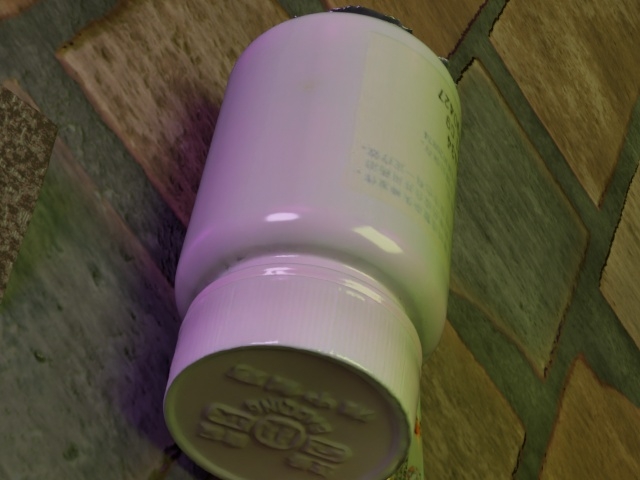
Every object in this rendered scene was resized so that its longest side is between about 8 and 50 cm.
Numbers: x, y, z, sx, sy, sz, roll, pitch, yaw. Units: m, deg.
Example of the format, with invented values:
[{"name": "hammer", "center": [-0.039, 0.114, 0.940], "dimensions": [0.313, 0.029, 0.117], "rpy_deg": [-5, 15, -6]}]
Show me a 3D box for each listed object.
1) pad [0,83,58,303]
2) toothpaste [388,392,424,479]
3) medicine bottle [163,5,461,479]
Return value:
[{"name": "pad", "center": [-0.282, -0.075, 0.935], "dimensions": [0.235, 0.003, 0.158], "rpy_deg": [37, 52, -36]}, {"name": "toothpaste", "center": [0.068, 0.136, 1.288], "dimensions": [0.056, 0.058, 0.314], "rpy_deg": [97, -6, -59]}, {"name": "medicine bottle", "center": [0.000, 0.000, 1.128], "dimensions": [0.213, 0.213, 0.379], "rpy_deg": [44, 36, -29]}]
